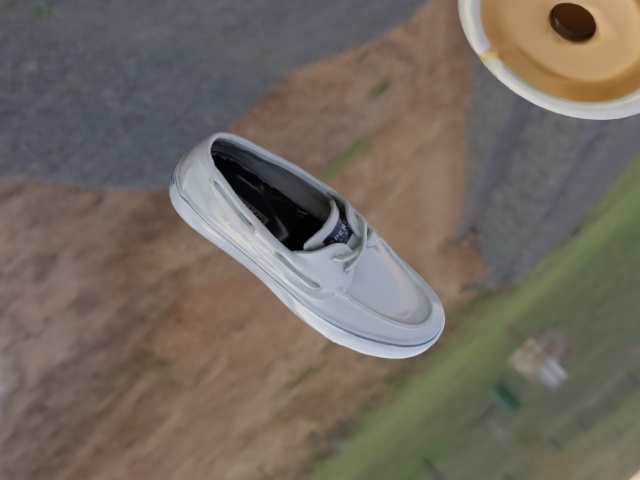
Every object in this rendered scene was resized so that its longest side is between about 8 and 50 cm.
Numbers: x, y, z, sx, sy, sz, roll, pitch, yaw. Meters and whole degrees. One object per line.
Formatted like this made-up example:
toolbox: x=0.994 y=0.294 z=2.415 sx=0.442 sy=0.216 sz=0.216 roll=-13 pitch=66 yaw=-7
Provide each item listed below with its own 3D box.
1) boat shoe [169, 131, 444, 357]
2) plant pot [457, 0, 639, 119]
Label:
boat shoe: x=0.000 y=0.000 z=1.422 sx=0.096 sy=0.267 sz=0.088 roll=-54 pitch=-174 yaw=-30
plant pot: x=0.169 y=-0.175 z=0.947 sx=0.188 sy=0.205 sz=0.205 roll=-58 pitch=-178 yaw=-36
